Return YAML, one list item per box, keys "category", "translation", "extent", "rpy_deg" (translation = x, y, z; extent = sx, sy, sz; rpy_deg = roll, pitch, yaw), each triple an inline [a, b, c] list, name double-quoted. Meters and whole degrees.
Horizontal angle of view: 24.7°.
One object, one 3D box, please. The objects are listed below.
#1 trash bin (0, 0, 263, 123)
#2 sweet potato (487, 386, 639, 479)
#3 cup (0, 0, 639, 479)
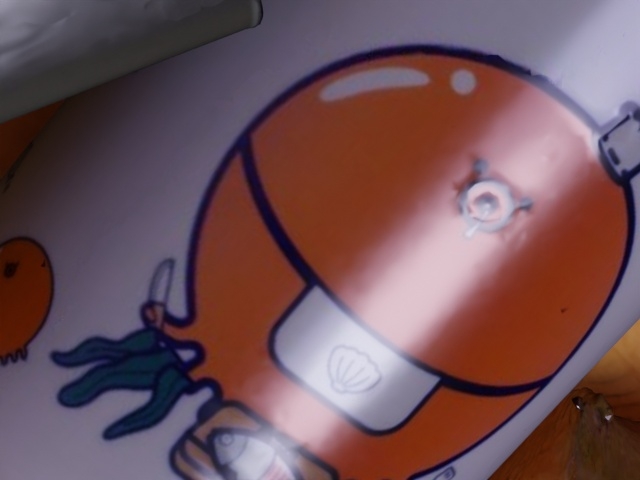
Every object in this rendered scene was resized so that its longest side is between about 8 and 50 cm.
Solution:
- category: "trash bin"
  translation: [-0.162, -0.089, 0.419]
  extent: [0.240, 0.164, 0.122]
  rpy_deg: [-27, 127, -15]
- category: "sweet potato"
  translation: [0.237, 0.180, 0.773]
  extent: [0.337, 0.131, 0.131]
  rpy_deg: [22, 105, -15]
- category: "cup"
  translation: [0.000, 0.000, 0.536]
  extent: [0.317, 0.212, 0.212]
  rpy_deg: [-49, 130, 6]
